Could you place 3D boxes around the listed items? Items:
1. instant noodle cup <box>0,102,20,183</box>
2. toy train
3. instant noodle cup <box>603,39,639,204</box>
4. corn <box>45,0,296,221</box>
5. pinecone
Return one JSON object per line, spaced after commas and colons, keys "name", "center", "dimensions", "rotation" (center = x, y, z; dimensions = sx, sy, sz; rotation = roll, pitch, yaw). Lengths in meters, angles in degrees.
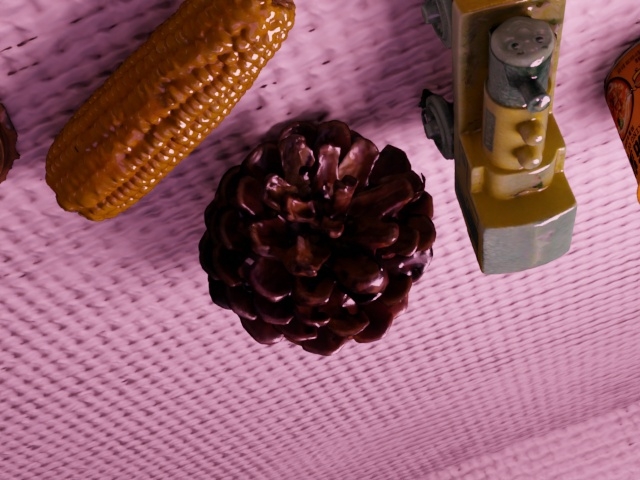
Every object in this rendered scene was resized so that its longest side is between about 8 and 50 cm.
{"name": "instant noodle cup", "center": [-0.453, -0.064, 0.971], "dimensions": [0.274, 0.090, 0.274], "rotation": [-12, 148, -8]}
{"name": "toy train", "center": [0.199, -0.150, 1.006], "dimensions": [0.150, 0.237, 0.369], "rotation": [-15, 148, 0]}
{"name": "instant noodle cup", "center": [0.468, -0.160, 1.176], "dimensions": [0.216, 0.172, 0.215], "rotation": [-12, 148, -8]}
{"name": "corn", "center": [-0.165, -0.143, 0.964], "dimensions": [0.120, 0.120, 0.363], "rotation": [17, 133, -42]}
{"name": "pinecone", "center": [0.001, 0.003, 1.142], "dimensions": [0.299, 0.242, 0.296], "rotation": [-5, 148, -8]}
